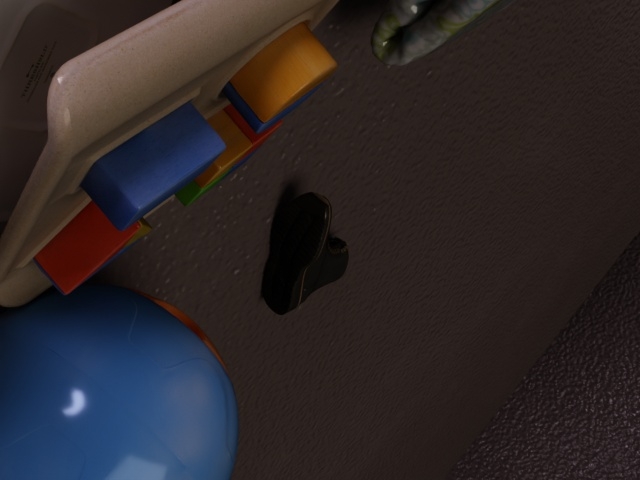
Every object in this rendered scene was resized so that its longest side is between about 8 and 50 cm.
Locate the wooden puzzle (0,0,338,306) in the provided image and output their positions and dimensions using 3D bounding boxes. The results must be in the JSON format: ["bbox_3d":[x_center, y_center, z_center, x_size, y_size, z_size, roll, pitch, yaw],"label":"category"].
[{"bbox_3d":[-0.116,-0.080,0.681,0.322,0.080,0.348,-42,179,-36],"label":"wooden puzzle"}]

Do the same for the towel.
[{"bbox_3d":[0.252,-0.344,0.854,0.320,0.090,0.374,-36,-177,-42],"label":"towel"}]

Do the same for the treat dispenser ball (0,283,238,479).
[{"bbox_3d":[-0.224,0.186,0.790,0.288,0.288,0.288,-31,141,-29],"label":"treat dispenser ball"}]

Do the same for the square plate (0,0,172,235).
[{"bbox_3d":[-0.220,-0.138,0.593,0.347,0.049,0.344,-60,170,9],"label":"square plate"}]

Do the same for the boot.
[{"bbox_3d":[0.000,0.000,1.101,0.137,0.077,0.198,-25,151,-42],"label":"boot"}]
